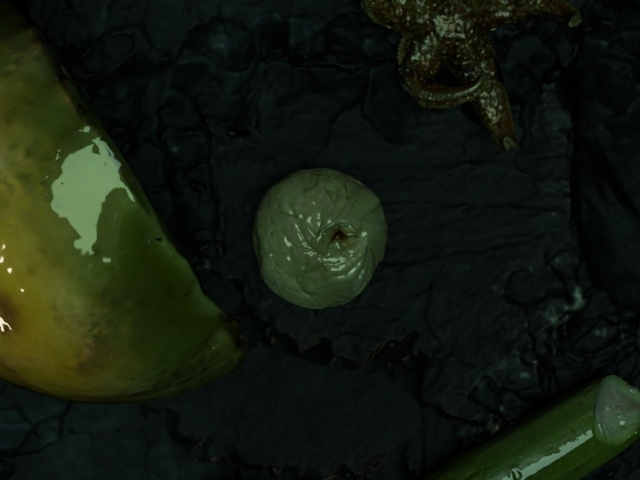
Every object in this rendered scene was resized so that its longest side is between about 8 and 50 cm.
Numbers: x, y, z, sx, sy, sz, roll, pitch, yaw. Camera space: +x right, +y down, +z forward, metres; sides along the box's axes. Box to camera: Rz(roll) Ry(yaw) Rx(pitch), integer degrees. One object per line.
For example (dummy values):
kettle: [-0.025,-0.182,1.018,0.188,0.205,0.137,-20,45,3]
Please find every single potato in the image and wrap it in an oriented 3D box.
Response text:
potato: [-0.213,0.005,0.901,0.213,0.280,0.330,-33,104,-6]

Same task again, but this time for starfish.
starfish: [0.124,-0.166,1.036,0.146,0.074,0.189,-29,102,-3]

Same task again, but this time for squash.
squash: [0.173,0.186,1.101,0.239,0.069,0.069,-29,102,-4]

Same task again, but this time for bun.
bun: [0.000,0.000,1.043,0.115,0.069,0.115,-1,99,-8]

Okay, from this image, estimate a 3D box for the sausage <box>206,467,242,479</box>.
sausage: [0.019,0.325,1.066,0.317,0.117,0.125,36,52,-13]
